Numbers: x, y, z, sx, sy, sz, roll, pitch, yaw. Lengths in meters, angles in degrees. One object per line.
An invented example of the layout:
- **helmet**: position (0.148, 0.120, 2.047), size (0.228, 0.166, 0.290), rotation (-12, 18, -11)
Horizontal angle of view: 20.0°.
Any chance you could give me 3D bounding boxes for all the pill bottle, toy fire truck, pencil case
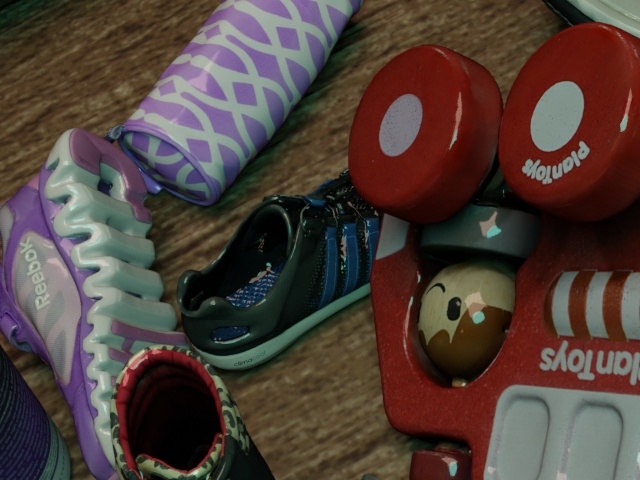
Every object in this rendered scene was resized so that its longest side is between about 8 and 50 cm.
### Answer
- **pill bottle**: position (-0.224, 0.098, 1.052), size (0.108, 0.193, 0.108), rotation (-7, 54, 10)
- **toy fire truck**: position (0.127, 0.033, 0.998), size (0.302, 0.169, 0.254), rotation (-1, 72, 52)
- **pencil case**: position (-0.053, -0.114, 1.233), size (0.086, 0.088, 0.206), rotation (40, 68, -5)

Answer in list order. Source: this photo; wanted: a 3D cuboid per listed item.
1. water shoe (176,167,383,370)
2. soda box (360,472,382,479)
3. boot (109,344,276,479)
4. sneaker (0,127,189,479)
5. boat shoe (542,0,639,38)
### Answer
- **water shoe**: position (0.000, 0.000, 1.132), size (0.203, 0.080, 0.073), rotation (-42, 56, -15)
- **soda box**: position (0.084, 0.192, 0.988), size (0.169, 0.053, 0.060), rotation (22, 64, 27)
- **boot**: position (-0.048, 0.185, 0.950), size (0.085, 0.179, 0.236), rotation (-18, 52, 2)
- **sneaker**: position (-0.151, 0.051, 1.138), size (0.104, 0.095, 0.236), rotation (-28, 61, 23)
- **boat shoe**: position (0.240, -0.107, 1.136), size (0.114, 0.091, 0.302), rotation (-26, 48, -29)
